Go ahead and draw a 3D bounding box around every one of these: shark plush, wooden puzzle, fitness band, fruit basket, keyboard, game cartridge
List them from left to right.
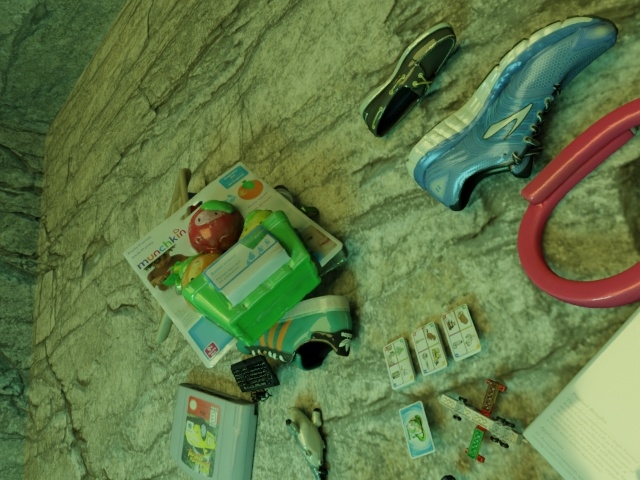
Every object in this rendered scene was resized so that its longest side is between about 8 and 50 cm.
[{"bbox_3d":[-0.358,0.039,1.164,0.322,0.081,0.347,-58,35,38],"label":"wooden puzzle"},{"bbox_3d":[-0.264,0.460,1.070,0.294,0.060,0.195,-5,80,44],"label":"game cartridge"},{"bbox_3d":[-0.187,0.014,0.881,0.327,0.165,0.353,-41,62,-13],"label":"fruit basket"},{"bbox_3d":[-0.146,0.302,0.955,0.100,0.038,0.192,58,144,3],"label":"keyboard"},{"bbox_3d":[-0.017,0.395,0.868,0.161,0.073,0.067,57,141,14],"label":"shark plush"},{"bbox_3d":[0.375,-0.046,0.555,0.291,0.054,0.209,-49,41,24],"label":"fitness band"}]

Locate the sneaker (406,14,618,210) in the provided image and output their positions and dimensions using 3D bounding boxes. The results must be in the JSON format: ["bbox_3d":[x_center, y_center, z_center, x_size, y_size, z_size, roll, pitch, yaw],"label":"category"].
[{"bbox_3d":[0.289,-0.169,0.666,0.330,0.130,0.147,-46,66,30],"label":"sneaker"}]

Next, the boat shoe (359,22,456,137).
[{"bbox_3d":[0.167,-0.286,0.829,0.228,0.081,0.068,-45,55,36],"label":"boat shoe"}]

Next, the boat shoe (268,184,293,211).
[{"bbox_3d":[-0.130,-0.029,1.054,0.076,0.080,0.228,-102,32,-62],"label":"boat shoe"}]

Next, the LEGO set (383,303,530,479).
[{"bbox_3d":[0.201,0.246,0.691,0.182,0.060,0.244,-40,46,34],"label":"LEGO set"}]

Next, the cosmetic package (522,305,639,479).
[{"bbox_3d":[0.359,0.186,0.514,0.231,0.086,0.117,-55,48,16],"label":"cosmetic package"}]

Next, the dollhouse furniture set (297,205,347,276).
[{"bbox_3d":[0.000,0.000,0.952,0.076,0.059,0.151,-40,74,21],"label":"dollhouse furniture set"}]

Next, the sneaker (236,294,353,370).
[{"bbox_3d":[-0.065,0.204,0.901,0.302,0.108,0.120,-25,58,36],"label":"sneaker"}]

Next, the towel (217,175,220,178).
[{"bbox_3d":[-0.261,0.052,1.115,0.317,0.054,0.331,-47,47,48],"label":"towel"}]
